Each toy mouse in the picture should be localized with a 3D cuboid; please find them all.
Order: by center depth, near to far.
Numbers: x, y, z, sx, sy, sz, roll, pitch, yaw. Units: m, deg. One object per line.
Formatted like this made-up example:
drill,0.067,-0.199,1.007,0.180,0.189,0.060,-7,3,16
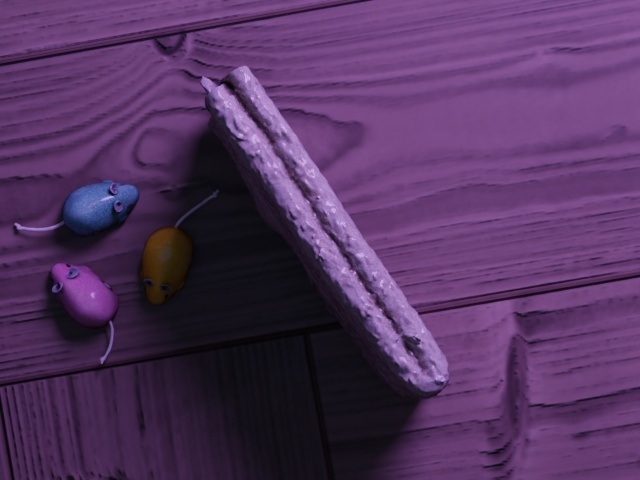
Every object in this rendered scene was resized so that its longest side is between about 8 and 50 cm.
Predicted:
toy mouse,-0.174,0.010,1.560,0.143,0.031,0.161,21,90,2

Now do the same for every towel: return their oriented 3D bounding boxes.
towel,0.000,0.000,1.477,0.049,0.187,0.282,-34,88,-3
